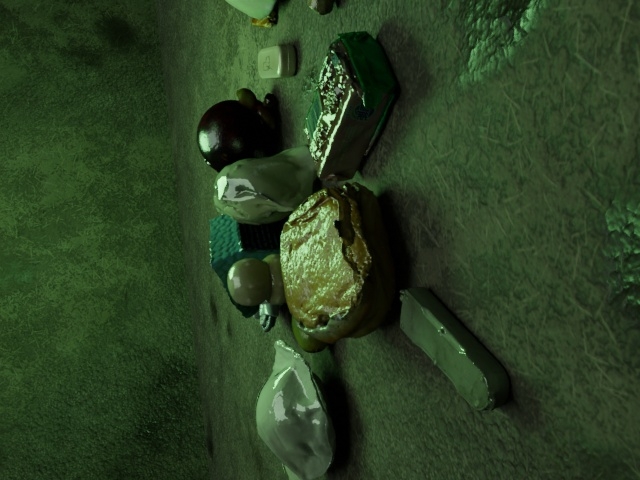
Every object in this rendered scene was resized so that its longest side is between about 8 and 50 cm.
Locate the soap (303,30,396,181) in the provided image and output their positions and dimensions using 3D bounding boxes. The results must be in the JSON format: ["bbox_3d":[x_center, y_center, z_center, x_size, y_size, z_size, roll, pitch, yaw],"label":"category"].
[{"bbox_3d":[0.044,-0.259,1.348,0.273,0.098,0.218,115,144,-52],"label":"soap"}]

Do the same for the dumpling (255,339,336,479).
[{"bbox_3d":[-0.052,0.435,1.662,0.260,0.181,0.341,13,85,59],"label":"dumpling"}]

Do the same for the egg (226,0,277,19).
[{"bbox_3d":[-0.214,-0.743,1.746,0.337,0.201,0.337,-177,90,-69],"label":"egg"}]

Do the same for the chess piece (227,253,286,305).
[{"bbox_3d":[-0.075,0.087,1.514,0.142,0.260,0.143,174,90,-66],"label":"chess piece"}]

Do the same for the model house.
[{"bbox_3d":[-0.146,0.027,1.810,0.226,0.241,0.261,61,-173,-33],"label":"model house"}]

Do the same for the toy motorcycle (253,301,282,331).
[{"bbox_3d":[-0.154,0.143,1.969,0.260,0.110,0.171,-121,48,-62],"label":"toy motorcycle"}]

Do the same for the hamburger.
[{"bbox_3d":[0.038,0.048,1.336,0.318,0.158,0.319,6,97,61],"label":"hamburger"}]

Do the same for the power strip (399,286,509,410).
[{"bbox_3d":[0.206,0.169,1.091,0.286,0.048,0.080,-130,38,-56],"label":"power strip"}]

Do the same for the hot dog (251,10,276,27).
[{"bbox_3d":[-0.151,-0.608,1.869,0.133,0.041,0.056,33,125,55],"label":"hot dog"}]

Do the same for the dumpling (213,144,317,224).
[{"bbox_3d":[-0.143,-0.154,1.692,0.318,0.187,0.243,6,59,48],"label":"dumpling"}]

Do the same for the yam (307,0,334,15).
[{"bbox_3d":[0.020,-0.609,1.381,0.066,0.066,0.300,-124,36,-52],"label":"yam"}]

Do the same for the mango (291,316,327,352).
[{"bbox_3d":[-0.024,0.174,1.641,0.122,0.085,0.191,166,97,-72],"label":"mango"}]

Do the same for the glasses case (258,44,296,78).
[{"bbox_3d":[-0.115,-0.462,1.783,0.196,0.050,0.083,-156,61,-66],"label":"glasses case"}]

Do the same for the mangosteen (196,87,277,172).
[{"bbox_3d":[-0.215,-0.301,1.900,0.265,0.228,0.228,-47,35,6],"label":"mangosteen"}]
